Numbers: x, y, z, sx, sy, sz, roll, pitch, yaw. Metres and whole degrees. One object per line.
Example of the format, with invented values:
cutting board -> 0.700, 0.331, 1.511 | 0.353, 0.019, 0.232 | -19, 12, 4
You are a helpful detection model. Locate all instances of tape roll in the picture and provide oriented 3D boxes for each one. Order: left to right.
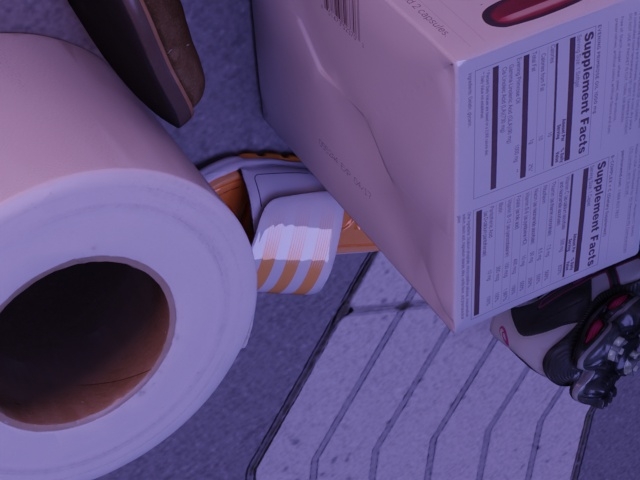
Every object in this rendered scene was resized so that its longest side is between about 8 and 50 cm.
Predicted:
tape roll -> -0.183, 0.016, 0.947 | 0.246, 0.169, 0.246 | -19, 133, -21

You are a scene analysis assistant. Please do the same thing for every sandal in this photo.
sandal -> 0.003, -0.009, 1.127 | 0.265, 0.076, 0.102 | -7, 128, -31

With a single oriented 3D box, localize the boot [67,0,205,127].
boot -> -0.109, -0.203, 0.855 | 0.115, 0.112, 0.305 | -36, 129, -22

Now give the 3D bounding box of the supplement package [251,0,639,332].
supplement package -> 0.076, -0.115, 0.952 | 0.145, 0.262, 0.204 | -22, 134, -20

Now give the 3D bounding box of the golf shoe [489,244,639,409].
golf shoe -> 0.265, 0.041, 1.346 | 0.273, 0.120, 0.105 | -29, 135, -46
